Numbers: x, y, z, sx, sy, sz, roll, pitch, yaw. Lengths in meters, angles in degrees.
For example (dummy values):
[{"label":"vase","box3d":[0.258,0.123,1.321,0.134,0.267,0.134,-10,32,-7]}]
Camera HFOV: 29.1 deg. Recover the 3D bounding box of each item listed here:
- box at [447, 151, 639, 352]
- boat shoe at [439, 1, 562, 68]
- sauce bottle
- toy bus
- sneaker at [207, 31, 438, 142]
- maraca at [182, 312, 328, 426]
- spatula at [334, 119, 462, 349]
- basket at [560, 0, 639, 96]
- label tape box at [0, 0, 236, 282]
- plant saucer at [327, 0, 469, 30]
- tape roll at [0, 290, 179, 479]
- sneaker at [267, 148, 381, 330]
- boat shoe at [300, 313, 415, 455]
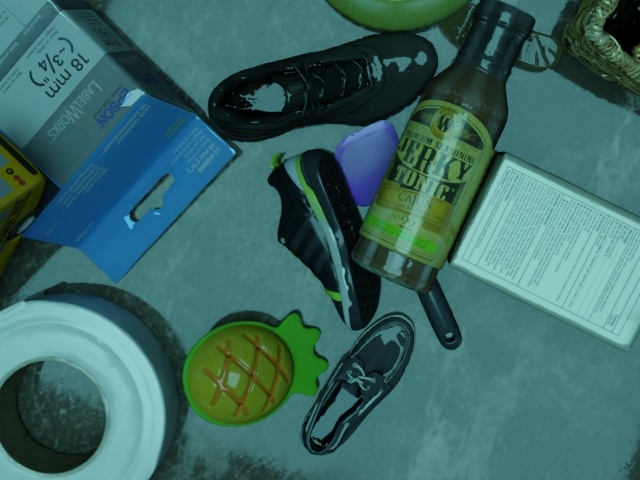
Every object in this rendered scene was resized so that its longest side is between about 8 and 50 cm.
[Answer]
[{"label":"box","box3d":[0.283,0.009,1.456,0.232,0.127,0.149,26,95,1]},{"label":"boat shoe","box3d":[0.217,-0.246,1.486,0.153,0.048,0.056,18,102,8]},{"label":"sauce bottle","box3d":[0.147,-0.112,1.435,0.111,0.111,0.344,22,94,2]},{"label":"toy bus","box3d":[-0.422,0.002,1.420,0.108,0.130,0.333,42,135,2]},{"label":"sneaker","box3d":[0.001,-0.178,1.459,0.286,0.130,0.109,-17,91,4]},{"label":"maraca","box3d":[-0.079,0.157,1.511,0.185,0.099,0.127,-15,96,-21]},{"label":"spatula","box3d":[0.105,0.001,1.515,0.084,0.030,0.296,-23,93,6]},{"label":"basket","box3d":[0.437,-0.293,1.375,0.213,0.223,0.299,32,95,1]},{"label":"label tape box","box3d":[-0.307,-0.134,1.481,0.333,0.106,0.240,44,104,0]},{"label":"plant saucer","box3d":[0.093,-0.372,1.465,0.241,0.037,0.241,0,88,8]},{"label":"tape roll","box3d":[-0.322,0.207,1.526,0.286,0.100,0.286,0,95,4]},{"label":"sneaker","box3d":[0.000,0.000,1.512,0.097,0.084,0.235,-16,93,29]},{"label":"boat shoe","box3d":[0.048,0.182,1.516,0.075,0.065,0.206,37,96,0]}]
